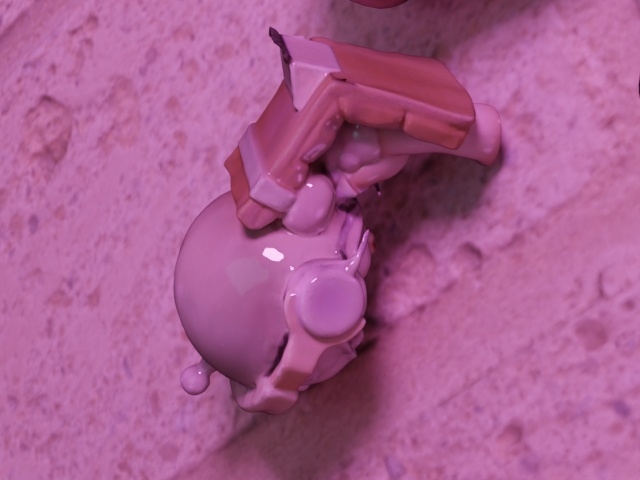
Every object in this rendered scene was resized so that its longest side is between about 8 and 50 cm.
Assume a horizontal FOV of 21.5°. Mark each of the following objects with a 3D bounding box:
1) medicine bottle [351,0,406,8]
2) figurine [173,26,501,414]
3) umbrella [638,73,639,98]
[{"bbox_3d":[0.088,-0.235,0.915,0.247,0.147,0.147,-26,65,37],"label":"medicine bottle"},{"bbox_3d":[-0.004,-0.001,0.979,0.236,0.141,0.162,-66,20,15],"label":"figurine"},{"bbox_3d":[0.233,-0.107,0.793,0.143,0.094,0.348,31,105,46],"label":"umbrella"}]
